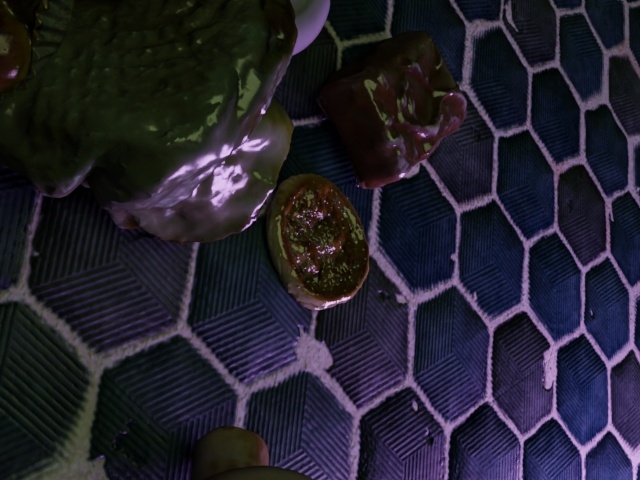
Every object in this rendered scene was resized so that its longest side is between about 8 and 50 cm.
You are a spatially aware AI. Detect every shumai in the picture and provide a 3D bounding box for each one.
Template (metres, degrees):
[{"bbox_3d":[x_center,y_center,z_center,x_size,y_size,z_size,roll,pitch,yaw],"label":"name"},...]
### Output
[{"bbox_3d":[-0.157,-0.119,0.814,0.263,0.304,0.309,80,31,-55],"label":"shumai"}]

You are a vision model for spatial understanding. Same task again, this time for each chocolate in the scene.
[{"bbox_3d":[0.099,-0.167,1.139,0.214,0.093,0.148,-44,115,-44],"label":"chocolate"}]

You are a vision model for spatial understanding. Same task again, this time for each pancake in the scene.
[{"bbox_3d":[0.000,0.000,1.039,0.158,0.028,0.158,13,71,-43],"label":"pancake"}]

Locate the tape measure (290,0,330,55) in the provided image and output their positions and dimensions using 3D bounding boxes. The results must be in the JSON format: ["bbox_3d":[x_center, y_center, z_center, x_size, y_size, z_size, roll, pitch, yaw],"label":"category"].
[{"bbox_3d":[-0.073,-0.282,0.961,0.197,0.120,0.236,54,52,-26],"label":"tape measure"}]

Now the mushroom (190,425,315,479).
[{"bbox_3d":[-0.080,0.257,0.785,0.206,0.206,0.209,2,58,-47],"label":"mushroom"}]

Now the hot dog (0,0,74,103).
[{"bbox_3d":[-0.287,-0.205,0.632,0.270,0.082,0.163,33,92,5],"label":"hot dog"}]
